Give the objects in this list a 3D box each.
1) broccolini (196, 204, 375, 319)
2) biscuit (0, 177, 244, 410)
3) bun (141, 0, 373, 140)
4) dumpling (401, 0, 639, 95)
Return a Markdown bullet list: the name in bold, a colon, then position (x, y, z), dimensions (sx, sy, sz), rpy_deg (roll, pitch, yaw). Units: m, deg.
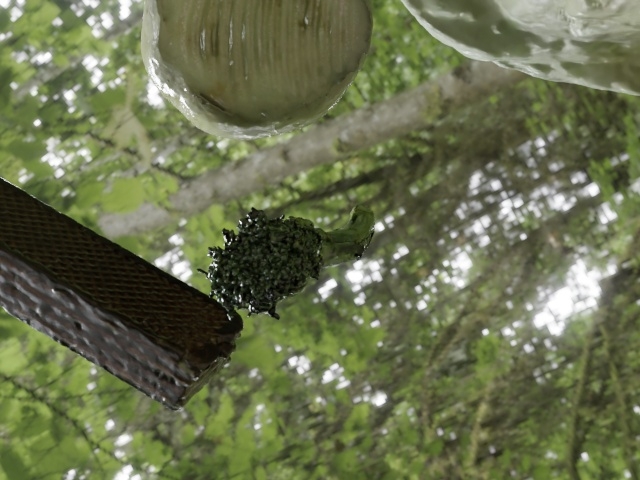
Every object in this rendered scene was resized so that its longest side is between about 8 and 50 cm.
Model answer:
- **broccolini**: position (0.000, 0.000, 0.598), dimensions (0.239, 0.051, 0.054), rpy_deg (-21, -85, -71)
- **biscuit**: position (-0.259, 0.034, 1.050), dimensions (0.388, 0.073, 0.107), rpy_deg (28, -151, 11)
- **bun**: position (-0.071, -0.211, 1.096), dimensions (0.141, 0.239, 0.239), rpy_deg (116, 131, -73)
- **dumpling**: position (0.155, -0.136, 0.449), dimensions (0.179, 0.252, 0.131), rpy_deg (58, -167, -39)
